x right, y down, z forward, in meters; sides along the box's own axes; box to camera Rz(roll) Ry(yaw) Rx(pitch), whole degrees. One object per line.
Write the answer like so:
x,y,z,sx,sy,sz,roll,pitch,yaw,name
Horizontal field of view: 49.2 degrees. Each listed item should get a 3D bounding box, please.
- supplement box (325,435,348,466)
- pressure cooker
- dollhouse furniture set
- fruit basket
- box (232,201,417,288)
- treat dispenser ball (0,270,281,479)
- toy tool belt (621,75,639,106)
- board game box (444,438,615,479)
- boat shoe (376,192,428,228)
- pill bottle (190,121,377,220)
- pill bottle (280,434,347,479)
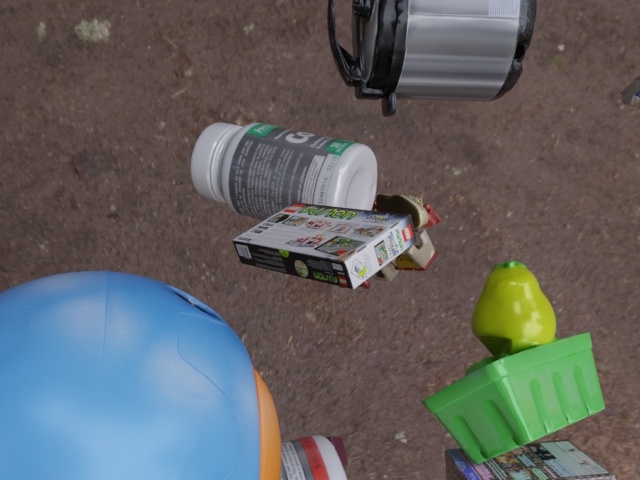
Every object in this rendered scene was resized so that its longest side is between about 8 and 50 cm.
-0.033,0.579,1.837,0.188,0.104,0.081,-19,68,12,supplement box
0.224,-0.503,1.564,0.419,0.376,0.370,-1,52,-7,pressure cooker
0.182,0.011,1.802,0.201,0.374,0.152,-51,119,-27,dollhouse furniture set
0.409,0.248,1.517,0.391,0.283,0.392,20,50,-25,fruit basket
0.000,0.000,0.837,0.114,0.206,0.036,-33,117,-33,box
-0.174,0.167,0.532,0.287,0.288,0.289,2,71,-7,treat dispenser ball
0.555,-0.256,1.181,0.051,0.083,0.052,13,62,-19,toy tool belt
0.433,0.533,1.473,0.290,0.232,0.141,-4,92,-3,board game box
0.127,-0.049,1.030,0.045,0.135,0.050,-9,108,-19,boat shoe
-0.080,-0.134,1.471,0.360,0.204,0.204,15,68,24,pill bottle
-0.140,0.398,0.908,0.362,0.210,0.210,-11,73,-12,pill bottle
